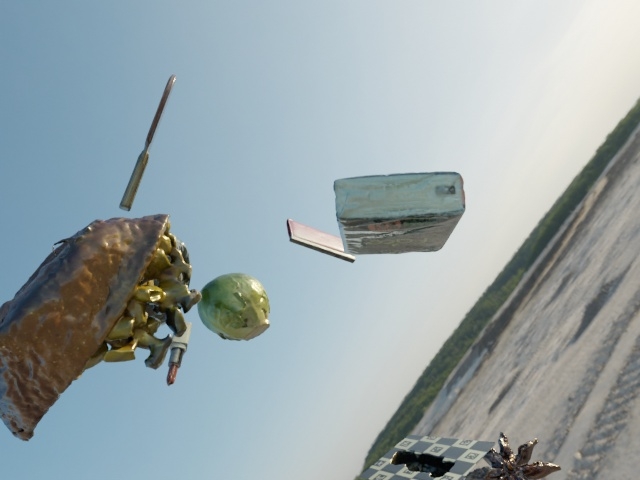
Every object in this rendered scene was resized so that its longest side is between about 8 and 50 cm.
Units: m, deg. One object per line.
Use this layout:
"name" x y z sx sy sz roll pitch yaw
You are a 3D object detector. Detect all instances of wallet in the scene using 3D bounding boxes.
"wallet" 0.000 0.000 1.567 0.232 0.119 0.025 20 -61 -23

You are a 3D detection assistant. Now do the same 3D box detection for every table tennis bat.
"table tennis bat" -0.349 -0.200 0.998 0.173 0.023 0.300 -20 53 64

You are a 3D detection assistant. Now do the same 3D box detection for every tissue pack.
"tissue pack" 0.152 -0.046 0.986 0.315 0.228 0.103 64 -155 -76

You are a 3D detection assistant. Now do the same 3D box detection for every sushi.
"sushi" -0.280 0.087 0.606 0.167 0.179 0.296 -23 31 42
"sushi" 0.218 0.463 0.975 0.192 0.050 0.215 -15 -1 -45

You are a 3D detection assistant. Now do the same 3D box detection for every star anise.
"star anise" 0.573 0.703 1.469 0.288 0.288 0.088 -46 -54 -21

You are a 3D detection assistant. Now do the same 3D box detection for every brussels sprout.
"brussels sprout" -0.277 0.214 1.580 0.244 0.244 0.244 -44 -23 -24

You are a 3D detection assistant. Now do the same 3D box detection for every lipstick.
"lipstick" -0.214 0.169 0.727 0.107 0.025 0.025 -93 19 -50

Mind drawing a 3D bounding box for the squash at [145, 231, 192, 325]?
"squash" -0.427 0.091 1.222 0.252 0.165 0.252 9 -90 -89
